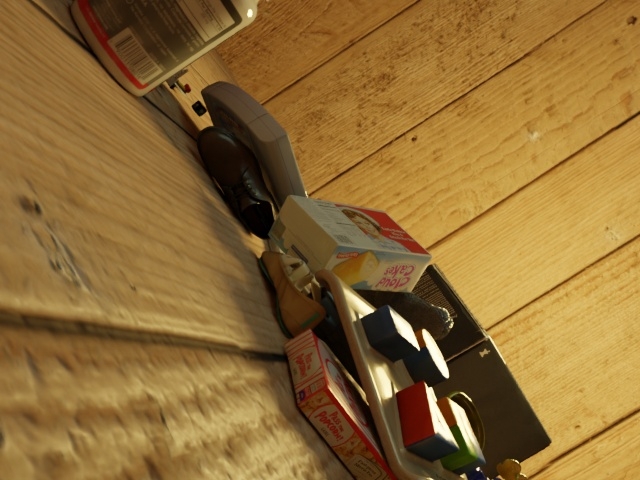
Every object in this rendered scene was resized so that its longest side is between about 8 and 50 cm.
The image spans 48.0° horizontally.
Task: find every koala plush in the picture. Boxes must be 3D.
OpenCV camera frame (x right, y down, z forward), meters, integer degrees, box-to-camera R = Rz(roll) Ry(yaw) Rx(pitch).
[{"bbox_3d":[0.133,0.175,1.452,0.203,0.196,0.221,40,-3,11],"label":"koala plush"}]

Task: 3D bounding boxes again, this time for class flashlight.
[{"bbox_3d":[0.074,0.207,1.254,0.304,0.103,0.103,53,-35,-12],"label":"flashlight"}]

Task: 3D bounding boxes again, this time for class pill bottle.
[{"bbox_3d":[-0.194,-0.348,1.030,0.161,0.283,0.161,57,4,-6],"label":"pill bottle"}]

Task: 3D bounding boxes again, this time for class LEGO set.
[{"bbox_3d":[-0.303,-0.358,1.409,0.244,0.060,0.182,54,5,5],"label":"LEGO set"}]

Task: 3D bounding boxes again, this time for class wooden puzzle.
[{"bbox_3d":[0.142,0.218,1.070,0.322,0.081,0.347,41,20,-53],"label":"wooden puzzle"}]

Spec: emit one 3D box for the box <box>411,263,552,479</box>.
[{"bbox_3d":[0.413,0.408,2.239,0.479,0.297,0.471,55,3,-26],"label":"box"}]

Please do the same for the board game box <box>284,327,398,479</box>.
[{"bbox_3d":[0.029,0.226,0.932,0.193,0.045,0.146,55,5,-24],"label":"board game box"}]

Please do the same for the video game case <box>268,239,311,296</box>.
[{"bbox_3d":[-0.040,0.073,1.427,0.201,0.023,0.183,55,5,-23],"label":"video game case"}]

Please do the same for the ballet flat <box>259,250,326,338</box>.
[{"bbox_3d":[-0.039,0.071,1.119,0.080,0.073,0.232,52,6,-31],"label":"ballet flat"}]

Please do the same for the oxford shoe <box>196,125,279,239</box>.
[{"bbox_3d":[-0.134,-0.097,1.240,0.227,0.083,0.096,55,7,-23],"label":"oxford shoe"}]

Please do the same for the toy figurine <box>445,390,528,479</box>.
[{"bbox_3d":[0.233,0.448,1.336,0.362,0.191,0.217,57,-24,-13],"label":"toy figurine"}]

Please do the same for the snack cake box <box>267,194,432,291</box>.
[{"bbox_3d":[0.057,0.009,1.278,0.264,0.089,0.152,7,29,-45],"label":"snack cake box"}]

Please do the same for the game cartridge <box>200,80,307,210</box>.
[{"bbox_3d":[-0.131,-0.186,1.354,0.297,0.062,0.198,43,-19,47],"label":"game cartridge"}]
